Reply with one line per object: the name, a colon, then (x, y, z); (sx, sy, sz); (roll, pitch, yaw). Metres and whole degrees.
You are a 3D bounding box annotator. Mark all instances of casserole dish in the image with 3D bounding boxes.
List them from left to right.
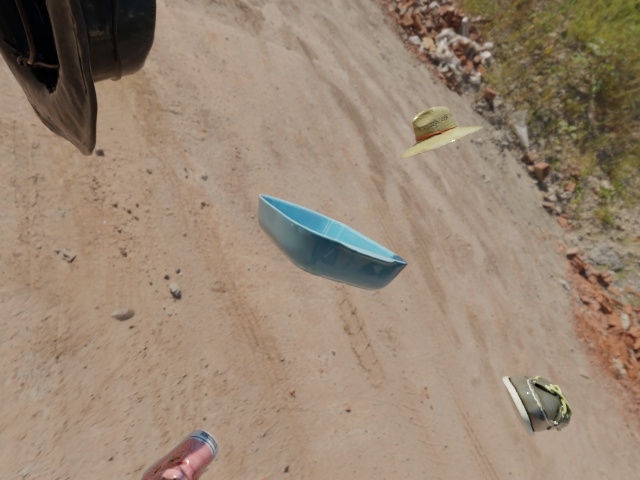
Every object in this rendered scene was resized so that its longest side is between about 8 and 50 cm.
casserole dish: (0.000, 0.000, 0.392); (0.114, 0.036, 0.188); (18, 8, -27)

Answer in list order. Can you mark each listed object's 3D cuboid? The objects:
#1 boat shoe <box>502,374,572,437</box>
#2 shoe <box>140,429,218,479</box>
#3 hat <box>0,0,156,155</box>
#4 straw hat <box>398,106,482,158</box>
boat shoe: (0.421, 0.309, 0.792); (0.305, 0.091, 0.109); (36, 35, -52)
shoe: (-0.206, 0.325, 0.537); (0.063, 0.178, 0.081); (42, 20, 2)
hat: (-0.241, -0.255, 0.389); (0.134, 0.331, 0.331); (-32, 83, -33)
straw hat: (0.192, -0.194, 0.703); (0.144, 0.145, 0.061); (-36, 109, -48)
